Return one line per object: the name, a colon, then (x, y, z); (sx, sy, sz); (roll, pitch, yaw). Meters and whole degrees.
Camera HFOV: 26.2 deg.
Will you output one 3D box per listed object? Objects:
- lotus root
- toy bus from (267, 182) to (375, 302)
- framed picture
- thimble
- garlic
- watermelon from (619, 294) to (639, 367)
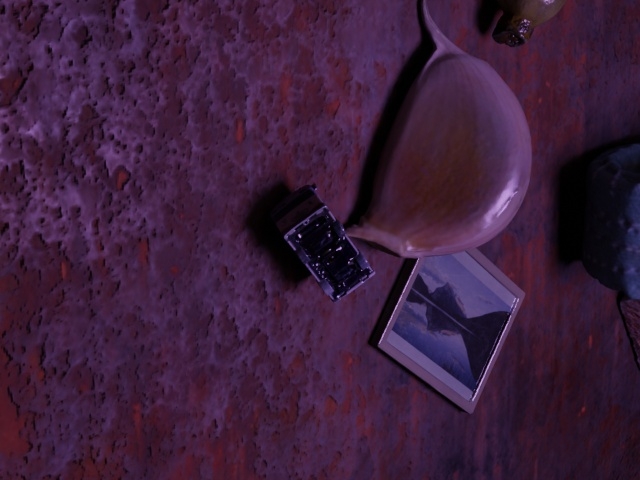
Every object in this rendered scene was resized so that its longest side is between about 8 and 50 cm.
lotus root: (0.215, -0.280, 1.355); (0.090, 0.077, 0.183); (11, 91, -49)
toy bus: (0.000, 0.000, 1.207); (0.052, 0.058, 0.102); (-37, 132, 0)
framed picture: (0.136, 0.079, 1.421); (0.203, 0.015, 0.150); (39, 72, -47)
thimble: (0.405, -0.027, 1.555); (0.235, 0.198, 0.143); (-19, 117, -38)
garlic: (0.136, -0.104, 1.310); (0.148, 0.128, 0.266); (24, 74, -53)
watermelon: (0.451, 0.107, 1.749); (0.241, 0.094, 0.154); (42, 62, -44)
